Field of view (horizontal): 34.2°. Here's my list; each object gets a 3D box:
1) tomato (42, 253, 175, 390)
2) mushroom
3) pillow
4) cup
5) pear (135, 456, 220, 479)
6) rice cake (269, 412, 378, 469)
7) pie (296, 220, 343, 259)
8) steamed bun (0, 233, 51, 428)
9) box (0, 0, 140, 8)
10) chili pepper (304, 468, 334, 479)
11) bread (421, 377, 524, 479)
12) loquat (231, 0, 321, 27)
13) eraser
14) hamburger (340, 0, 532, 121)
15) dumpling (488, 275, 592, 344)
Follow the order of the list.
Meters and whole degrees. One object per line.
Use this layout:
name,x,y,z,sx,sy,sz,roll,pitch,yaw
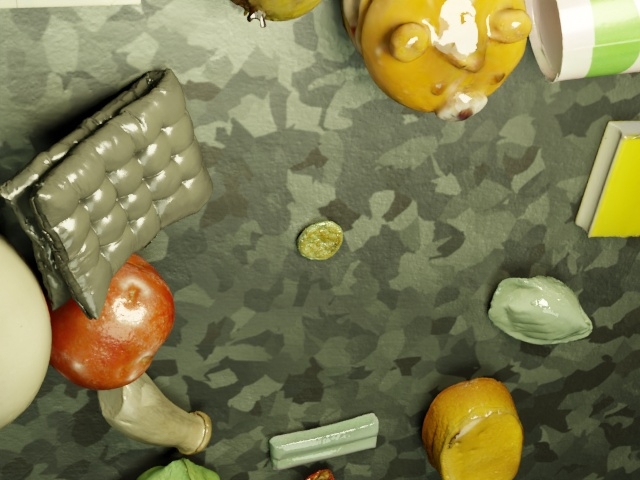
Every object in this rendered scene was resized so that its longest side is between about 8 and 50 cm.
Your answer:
tomato,-0.344,0.117,1.610,0.232,0.232,0.189,-45,127,14
mushroom,-0.303,0.308,1.848,0.096,0.108,0.247,-10,140,42
pillow,-0.292,-0.070,1.490,0.326,0.101,0.228,-50,142,-37
cup,0.461,-0.357,1.563,0.274,0.253,0.253,-12,128,-3
pear,-0.291,0.584,1.953,0.282,0.286,0.176,-31,148,3
rice cake,0.009,0.402,2.062,0.222,0.042,0.080,-11,126,-13
pie,-0.001,-0.001,1.781,0.084,0.021,0.084,-8,129,-10
steamed bun,-0.542,0.099,1.480,0.375,0.241,0.374,16,134,18
box,-0.364,-0.388,1.338,0.257,0.069,0.164,-5,126,-16
chili pepper,0.002,0.558,2.146,0.086,0.084,0.192,-8,124,6
bread,0.308,0.397,2.102,0.196,0.142,0.269,-11,125,-9
loquat,-0.054,-0.389,1.403,0.172,0.149,0.204,35,93,-34
eraser,0.569,-0.111,1.880,0.158,0.069,0.226,-1,125,-16
hamburger,0.176,-0.306,1.492,0.277,0.236,0.276,-8,127,-11
dumpling,0.421,0.127,1.988,0.219,0.153,0.108,37,63,-21
